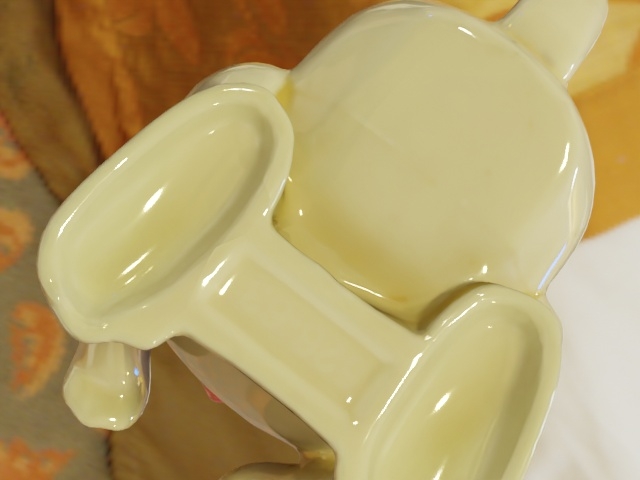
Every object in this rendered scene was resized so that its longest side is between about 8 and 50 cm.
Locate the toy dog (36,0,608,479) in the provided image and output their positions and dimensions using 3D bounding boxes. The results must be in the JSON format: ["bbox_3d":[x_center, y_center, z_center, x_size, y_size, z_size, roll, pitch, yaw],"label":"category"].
[{"bbox_3d":[0.000,0.000,1.199,0.284,0.408,0.395,29,79,-4],"label":"toy dog"}]
